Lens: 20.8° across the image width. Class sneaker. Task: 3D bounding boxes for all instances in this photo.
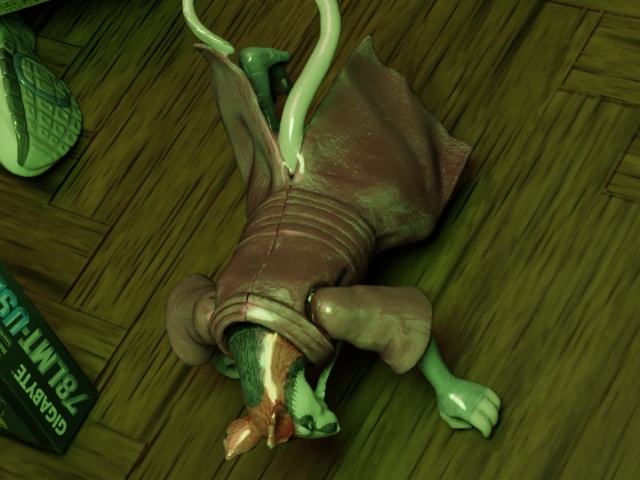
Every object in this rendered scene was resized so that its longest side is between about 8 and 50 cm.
[{"bbox_3d":[-0.320,-0.142,1.664,0.129,0.111,0.297,-42,41,9],"label":"sneaker"}]

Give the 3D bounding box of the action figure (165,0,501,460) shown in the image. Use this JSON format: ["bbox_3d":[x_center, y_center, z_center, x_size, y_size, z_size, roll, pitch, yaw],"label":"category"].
[{"bbox_3d":[0.000,0.000,1.292,0.248,0.275,0.370,-3,43,18],"label":"action figure"}]

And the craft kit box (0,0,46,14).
[{"bbox_3d":[-0.299,-0.336,1.601,0.247,0.061,0.250,-14,81,19],"label":"craft kit box"}]

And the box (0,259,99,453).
[{"bbox_3d":[-0.363,0.038,1.414,0.293,0.295,0.073,11,57,31],"label":"box"}]
